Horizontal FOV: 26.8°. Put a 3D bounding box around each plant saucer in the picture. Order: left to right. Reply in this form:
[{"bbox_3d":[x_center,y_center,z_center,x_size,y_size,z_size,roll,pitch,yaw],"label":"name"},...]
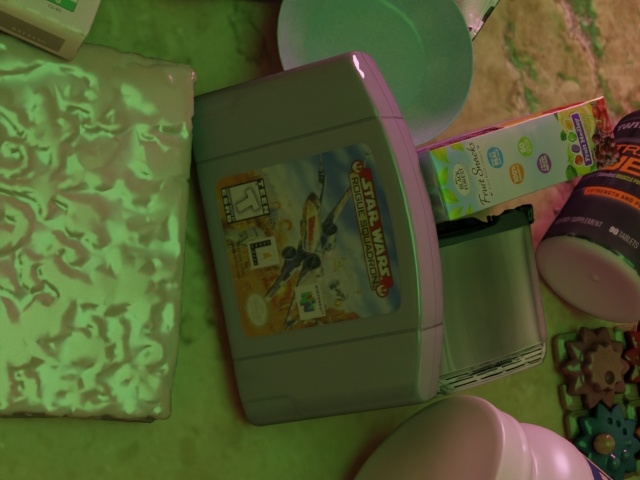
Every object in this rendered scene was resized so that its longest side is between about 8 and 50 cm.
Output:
[{"bbox_3d":[0.046,-0.171,1.225,0.195,0.037,0.194,5,76,-21],"label":"plant saucer"}]

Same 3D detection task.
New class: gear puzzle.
[{"bbox_3d":[0.397,0.163,1.423,0.339,0.044,0.175,-5,85,-31],"label":"gear puzzle"}]

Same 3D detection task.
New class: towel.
[{"bbox_3d":[-0.263,-0.017,1.065,0.332,0.053,0.316,7,80,-29],"label":"towel"}]

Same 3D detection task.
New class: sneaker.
[{"bbox_3d":[0.144,-0.225,1.344,0.044,0.040,0.109,34,63,-4],"label":"sneaker"}]

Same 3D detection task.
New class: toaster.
[{"bbox_3d":[0.116,0.058,1.232,0.227,0.129,0.146,-14,93,-33],"label":"toaster"}]

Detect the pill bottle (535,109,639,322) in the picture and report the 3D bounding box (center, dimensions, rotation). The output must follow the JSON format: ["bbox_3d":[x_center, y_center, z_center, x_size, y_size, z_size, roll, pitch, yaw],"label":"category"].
[{"bbox_3d":[0.330,-0.045,1.367,0.130,0.130,0.245,45,63,-17],"label":"pill bottle"}]

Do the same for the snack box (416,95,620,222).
[{"bbox_3d":[0.138,-0.064,1.232,0.207,0.174,0.070,-17,93,-30],"label":"snack box"}]

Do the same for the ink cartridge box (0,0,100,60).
[{"bbox_3d":[-0.244,-0.279,1.084,0.181,0.056,0.224,23,65,-17],"label":"ink cartridge box"}]

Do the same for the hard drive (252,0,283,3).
[{"bbox_3d":[-0.013,-0.376,1.270,0.203,0.040,0.307,-1,83,-30],"label":"hard drive"}]

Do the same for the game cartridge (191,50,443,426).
[{"bbox_3d":[0.000,0.000,1.134,0.062,0.198,0.297,-8,86,-57],"label":"game cartridge"}]

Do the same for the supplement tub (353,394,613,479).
[{"bbox_3d":[0.190,0.307,1.166,0.325,0.235,0.235,41,65,-22],"label":"supplement tub"}]
